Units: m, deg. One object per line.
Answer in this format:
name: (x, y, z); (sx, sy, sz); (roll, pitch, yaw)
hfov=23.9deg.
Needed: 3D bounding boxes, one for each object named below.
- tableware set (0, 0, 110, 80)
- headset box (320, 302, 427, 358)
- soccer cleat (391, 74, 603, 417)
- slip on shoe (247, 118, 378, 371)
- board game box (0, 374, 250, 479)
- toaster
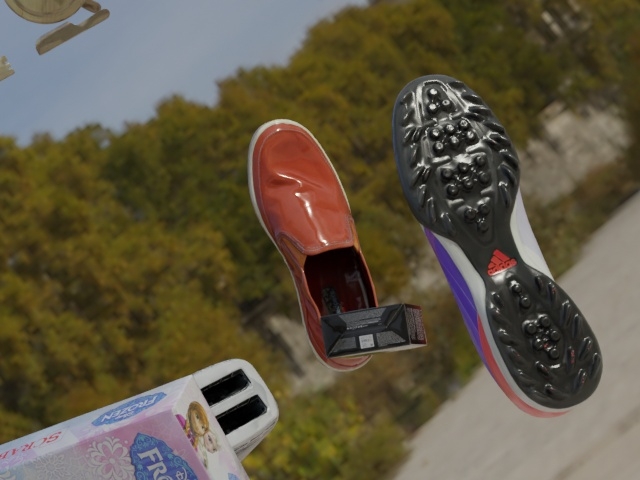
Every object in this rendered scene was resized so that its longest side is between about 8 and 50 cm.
tableware set: (-0.308, -0.218, 1.435); (0.194, 0.128, 0.039); (-30, 1, -10)
headset box: (0.040, 0.066, 1.093); (0.062, 0.032, 0.083); (-10, -5, 13)
soccer cleat: (0.141, 0.009, 1.327); (0.109, 0.318, 0.116); (-22, -11, -14)
slip on shoe: (0.000, 0.000, 1.891); (0.123, 0.331, 0.101); (-15, -8, -19)
board game box: (-0.186, 0.314, 1.387); (0.318, 0.318, 0.066); (-22, 18, 20)
toaster: (-0.153, 0.242, 1.940); (0.227, 0.129, 0.146); (-23, -14, -40)
